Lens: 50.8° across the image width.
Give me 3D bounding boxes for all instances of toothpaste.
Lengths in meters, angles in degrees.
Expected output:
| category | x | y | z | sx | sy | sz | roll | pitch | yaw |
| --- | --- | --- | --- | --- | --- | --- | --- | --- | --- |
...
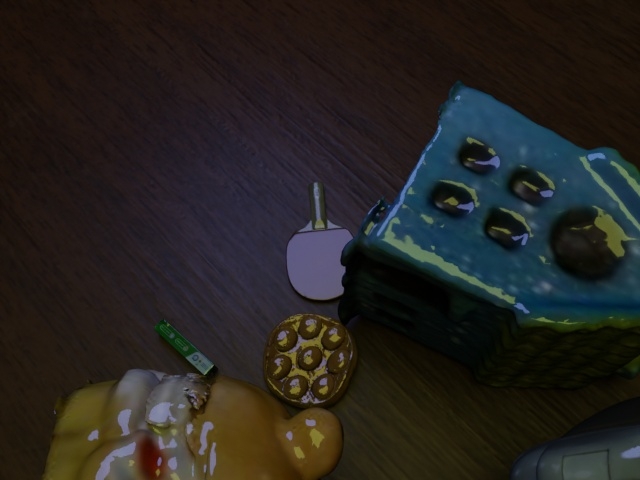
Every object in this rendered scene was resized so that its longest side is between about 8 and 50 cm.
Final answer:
| category | x | y | z | sx | sy | sz | roll | pitch | yaw |
| --- | --- | --- | --- | --- | --- | --- | --- | --- | --- |
| toothpaste | -0.151 | 0.120 | 0.753 | 0.083 | 0.020 | 0.017 | 38 | 74 | 19 |

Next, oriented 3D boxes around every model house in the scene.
| category | x | y | z | sx | sy | sz | roll | pitch | yaw |
| --- | --- | --- | --- | --- | --- | --- | --- | --- | --- |
| model house | 0.197 | 0.029 | 0.667 | 0.303 | 0.237 | 0.215 | 25 | 69 | 12 |

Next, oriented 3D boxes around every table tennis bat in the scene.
| category | x | y | z | sx | sy | sz | roll | pitch | yaw |
| --- | --- | --- | --- | --- | --- | --- | --- | --- | --- |
| table tennis bat | 0.000 | 0.000 | 0.811 | 0.087 | 0.013 | 0.156 | -7 | 66 | 2 |

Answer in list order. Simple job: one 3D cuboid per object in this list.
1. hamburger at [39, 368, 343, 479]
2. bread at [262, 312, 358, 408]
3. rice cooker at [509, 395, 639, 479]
| category | x | y | z | sx | sy | sz | roll | pitch | yaw |
| --- | --- | --- | --- | --- | --- | --- | --- | --- | --- |
| hamburger | -0.096 | 0.237 | 0.565 | 0.237 | 0.276 | 0.276 | -3 | 64 | -2 |
| bread | -0.012 | 0.130 | 0.739 | 0.110 | 0.024 | 0.110 | -1 | 63 | 3 |
| rice cooker | 0.302 | 0.276 | 0.496 | 0.335 | 0.335 | 0.325 | -1 | 65 | 2 |
